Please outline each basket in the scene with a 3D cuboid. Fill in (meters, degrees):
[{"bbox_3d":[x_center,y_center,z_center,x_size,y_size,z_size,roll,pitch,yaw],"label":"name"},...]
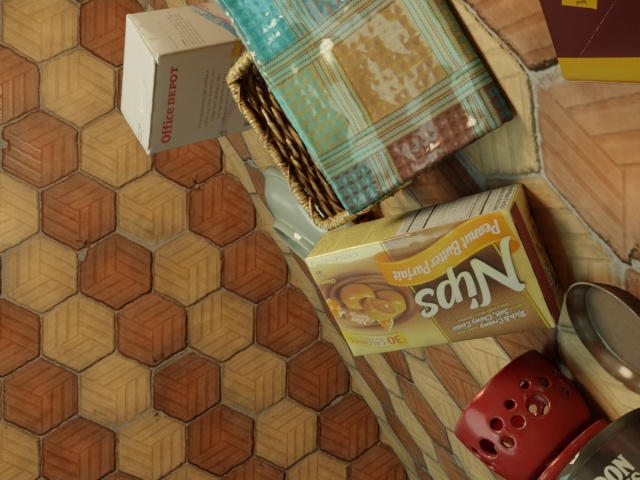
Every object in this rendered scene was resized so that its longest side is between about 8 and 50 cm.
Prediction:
[{"bbox_3d":[0.031,-0.192,1.079,0.299,0.223,0.213,60,168,0],"label":"basket"}]

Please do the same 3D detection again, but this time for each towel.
[{"bbox_3d":[0.040,-0.246,0.959,0.271,0.040,0.370,-31,90,34],"label":"towel"}]

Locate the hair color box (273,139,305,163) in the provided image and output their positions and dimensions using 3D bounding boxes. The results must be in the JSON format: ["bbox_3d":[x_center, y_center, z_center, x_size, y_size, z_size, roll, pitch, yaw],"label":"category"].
[{"bbox_3d":[-0.118,-0.317,1.624,0.347,0.105,0.174,55,167,18],"label":"hair color box"}]

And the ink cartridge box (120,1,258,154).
[{"bbox_3d":[-0.192,-0.306,1.352,0.131,0.306,0.226,55,146,28],"label":"ink cartridge box"}]

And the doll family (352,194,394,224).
[{"bbox_3d":[0.067,-0.148,1.280,0.262,0.118,0.163,65,-166,-10],"label":"doll family"}]

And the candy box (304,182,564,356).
[{"bbox_3d":[0.157,0.051,1.052,0.317,0.087,0.182,-14,113,31],"label":"candy box"}]

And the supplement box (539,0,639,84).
[{"bbox_3d":[0.235,-0.211,0.461,0.194,0.129,0.191,64,166,-22],"label":"supplement box"}]

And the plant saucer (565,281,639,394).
[{"bbox_3d":[0.375,0.118,0.926,0.168,0.029,0.168,54,166,20],"label":"plant saucer"}]

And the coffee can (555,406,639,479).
[{"bbox_3d":[0.436,0.361,0.873,0.275,0.202,0.201,46,163,41],"label":"coffee can"}]

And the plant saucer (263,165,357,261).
[{"bbox_3d":[0.000,0.000,1.675,0.400,0.100,0.400,41,173,7],"label":"plant saucer"}]

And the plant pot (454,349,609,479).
[{"bbox_3d":[0.331,0.293,1.148,0.174,0.191,0.191,45,162,31],"label":"plant pot"}]
